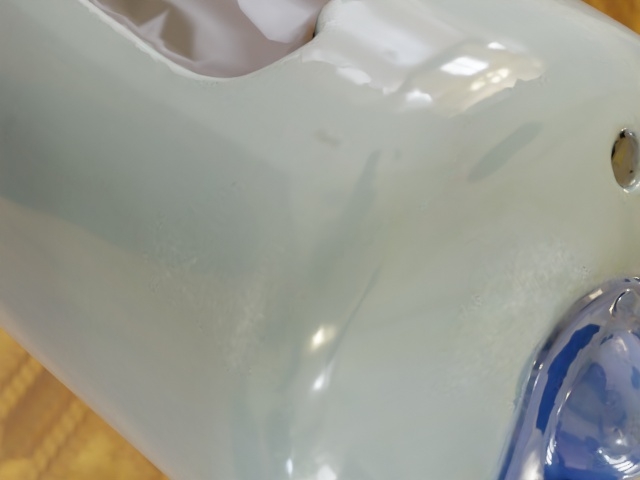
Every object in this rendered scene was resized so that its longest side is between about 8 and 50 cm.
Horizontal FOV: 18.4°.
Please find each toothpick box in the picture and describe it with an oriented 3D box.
[{"bbox_3d":[0.000,0.000,0.756,0.263,0.354,0.263,-23,129,-31],"label":"toothpick box"}]
